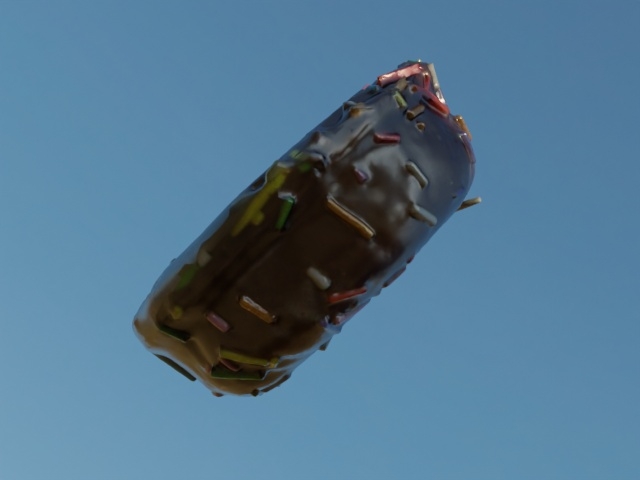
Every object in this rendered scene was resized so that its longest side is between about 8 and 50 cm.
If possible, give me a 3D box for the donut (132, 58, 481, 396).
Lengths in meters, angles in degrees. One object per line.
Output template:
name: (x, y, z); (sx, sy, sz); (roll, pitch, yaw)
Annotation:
donut: (-0.001, 0.000, 0.805); (0.230, 0.216, 0.096); (-42, -88, 10)
